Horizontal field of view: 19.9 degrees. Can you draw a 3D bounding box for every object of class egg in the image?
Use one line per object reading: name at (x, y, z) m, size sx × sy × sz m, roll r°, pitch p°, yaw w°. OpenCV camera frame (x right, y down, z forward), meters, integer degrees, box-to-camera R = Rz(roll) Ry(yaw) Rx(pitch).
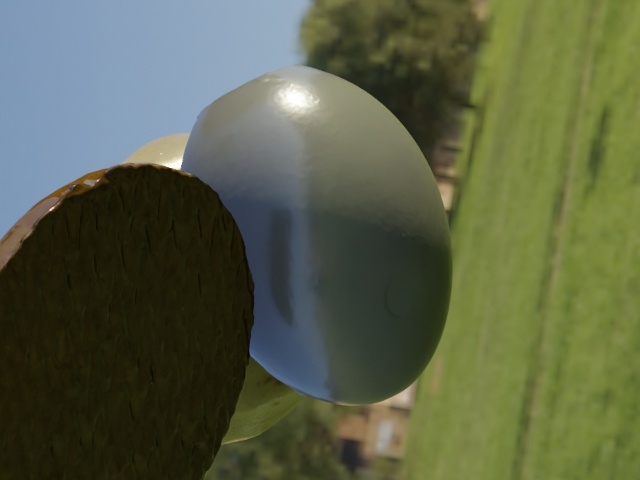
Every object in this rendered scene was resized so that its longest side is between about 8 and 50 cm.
egg at (0.000, 0.000, 1.236) m, size 0.176 × 0.176 × 0.232 m, roll -19°, pitch -95°, yaw -83°

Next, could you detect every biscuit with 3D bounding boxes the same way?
biscuit at (-0.129, 0.078, 1.035) m, size 0.262 × 0.037 × 0.262 m, roll -29°, pitch -51°, yaw -44°

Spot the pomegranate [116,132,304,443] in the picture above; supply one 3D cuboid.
pomegranate at (-0.131, 0.055, 1.908) m, size 0.332 × 0.332 × 0.332 m, roll 9°, pitch -90°, yaw -84°
